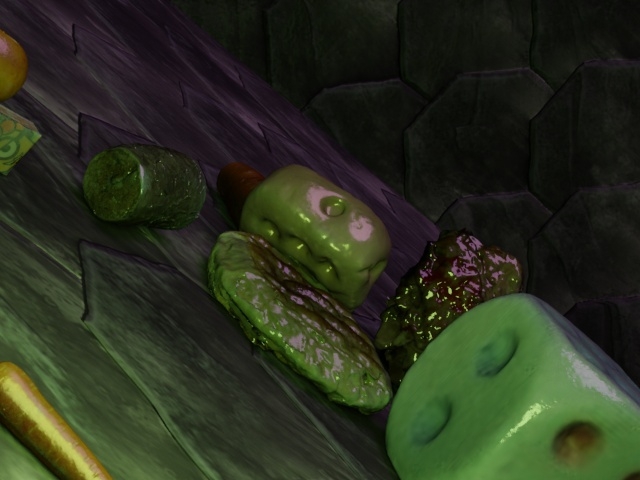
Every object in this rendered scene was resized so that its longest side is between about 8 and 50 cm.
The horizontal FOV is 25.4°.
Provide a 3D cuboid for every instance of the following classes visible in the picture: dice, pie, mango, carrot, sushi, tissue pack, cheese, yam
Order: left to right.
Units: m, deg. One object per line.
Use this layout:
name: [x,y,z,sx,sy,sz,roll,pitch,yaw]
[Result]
mango: [-0.405,-0.222,1.606,0.165,0.089,0.115,39,9,-5]
tissue pack: [-0.339,-0.109,1.461,0.083,0.063,0.035,29,20,-48]
carrot: [-0.177,0.161,1.024,0.190,0.037,0.037,45,10,7]
yam: [-0.211,-0.064,1.677,0.107,0.107,0.183,45,11,11]
carrot: [-0.102,-0.060,2.121,0.087,0.087,0.193,36,13,-35]
pie: [-0.028,0.096,1.792,0.306,0.071,0.306,40,10,-8]
cheese: [0.000,0.000,1.953,0.218,0.117,0.235,14,-35,42]
sushi: [0.199,0.112,2.033,0.225,0.238,0.218,9,-33,6]
dice: [0.258,0.244,1.709,0.268,0.262,0.264,38,10,-23]
